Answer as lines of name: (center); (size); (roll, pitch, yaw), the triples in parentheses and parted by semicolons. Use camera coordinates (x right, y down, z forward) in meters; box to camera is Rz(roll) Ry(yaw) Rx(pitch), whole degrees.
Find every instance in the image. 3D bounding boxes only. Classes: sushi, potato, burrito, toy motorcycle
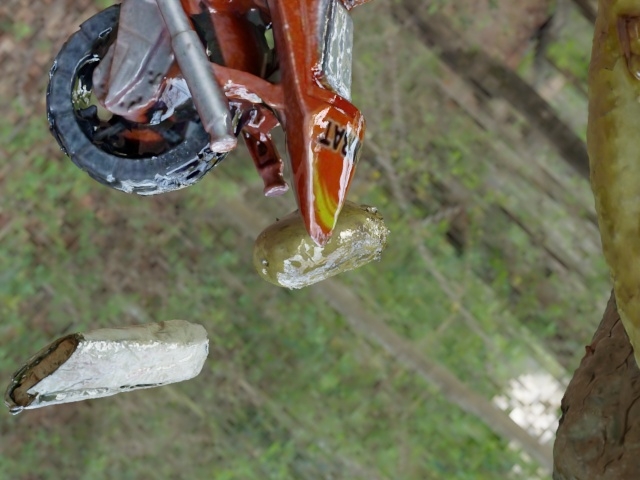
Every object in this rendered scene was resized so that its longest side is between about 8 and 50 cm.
sushi: (0.323, 0.110, 1.263); (0.211, 0.171, 0.350); (12, -103, 48)
potato: (0.000, 0.000, 0.767); (0.083, 0.040, 0.051); (-16, 172, -46)
burrito: (-0.140, 0.081, 1.004); (0.149, 0.041, 0.055); (-6, 116, -39)
toy motorcycle: (-0.019, -0.154, 0.673); (0.089, 0.171, 0.298); (47, 59, -74)

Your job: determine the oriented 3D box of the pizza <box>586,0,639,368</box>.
pizza: (0.188, -0.099, 0.644); (0.087, 0.258, 0.268); (6, 142, -39)
